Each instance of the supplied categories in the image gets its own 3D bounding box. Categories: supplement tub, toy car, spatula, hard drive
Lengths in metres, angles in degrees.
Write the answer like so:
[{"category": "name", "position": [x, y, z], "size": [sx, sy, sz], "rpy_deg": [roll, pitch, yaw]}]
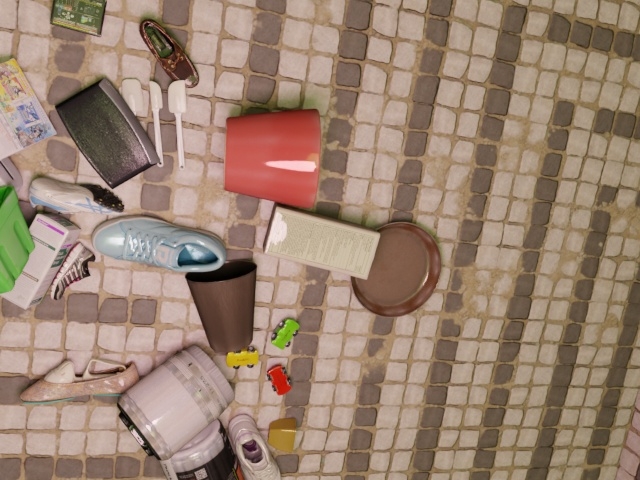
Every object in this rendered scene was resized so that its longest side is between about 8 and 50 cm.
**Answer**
[{"category": "supplement tub", "position": [-0.339, 0.715, 1.870], "size": [0.207, 0.207, 0.338], "rpy_deg": [-20, 108, -11]}, {"category": "toy car", "position": [-0.145, 0.332, 1.915], "size": [0.239, 0.053, 0.225], "rpy_deg": [34, 92, -22]}, {"category": "spatula", "position": [-0.440, -0.306, 1.674], "size": [0.168, 0.019, 0.242], "rpy_deg": [-2, 109, -8]}, {"category": "hard drive", "position": [-0.554, -0.273, 1.630], "size": [0.172, 0.054, 0.255], "rpy_deg": [-30, 109, 1]}]

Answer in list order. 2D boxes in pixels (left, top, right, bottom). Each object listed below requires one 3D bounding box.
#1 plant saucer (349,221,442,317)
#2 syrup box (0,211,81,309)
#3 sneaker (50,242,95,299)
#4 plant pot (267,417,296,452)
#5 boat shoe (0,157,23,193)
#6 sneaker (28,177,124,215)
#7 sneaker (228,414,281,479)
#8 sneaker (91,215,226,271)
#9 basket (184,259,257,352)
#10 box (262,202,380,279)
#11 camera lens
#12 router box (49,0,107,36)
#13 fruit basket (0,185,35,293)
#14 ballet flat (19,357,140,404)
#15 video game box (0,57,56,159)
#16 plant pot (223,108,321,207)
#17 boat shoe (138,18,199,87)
[{"category": "plant saucer", "position": [0.232, 0.089, 1.970], "size": [0.310, 0.050, 0.311], "rpy_deg": [-4, 105, -17]}, {"category": "syrup box", "position": [-0.733, 0.050, 1.633], "size": [0.096, 0.093, 0.237], "rpy_deg": [31, 94, -3]}, {"category": "sneaker", "position": [-0.665, 0.094, 1.691], "size": [0.074, 0.063, 0.170], "rpy_deg": [29, 89, -15]}, {"category": "plant pot", "position": [-0.124, 0.614, 1.981], "size": [0.083, 0.081, 0.082], "rpy_deg": [6, 102, -6]}, {"category": "boat shoe", "position": [-0.871, -0.238, 1.515], "size": [0.119, 0.121, 0.335], "rpy_deg": [-25, 106, 11]}, {"category": "sneaker", "position": [-0.640, -0.103, 1.649], "size": [0.237, 0.085, 0.086], "rpy_deg": [13, 126, -23]}, {"category": "sneaker", "position": [-0.200, 0.694, 1.937], "size": [0.114, 0.152, 0.305], "rpy_deg": [-27, 111, -11]}, {"category": "sneaker", "position": [-0.430, 0.014, 1.696], "size": [0.365, 0.150, 0.135], "rpy_deg": [3, 102, -18]}, {"category": "basket", "position": [-0.268, 0.191, 1.795], "size": [0.204, 0.154, 0.227], "rpy_deg": [-10, 110, -12]}, {"category": "box", "position": [0.000, 0.000, 1.812], "size": [0.311, 0.121, 0.148], "rpy_deg": [16, 98, -10]}, {"category": "camera lens", "position": [-0.407, 0.454, 1.750], "size": [0.274, 0.219, 0.219], "rpy_deg": [-37, 112, -24]}, {"category": "router box", "position": [-0.601, -0.568, 1.558], "size": [0.122, 0.038, 0.092], "rpy_deg": [11, 100, -19]}, {"category": "fruit basket", "position": [-0.902, -0.044, 1.444], "size": [0.392, 0.283, 0.392], "rpy_deg": [0, 130, 0]}, {"category": "ballet flat", "position": [-0.668, 0.384, 1.751], "size": [0.316, 0.107, 0.106], "rpy_deg": [0, 99, -27]}, {"category": "video game box", "position": [-0.769, -0.313, 1.510], "size": [0.187, 0.048, 0.205], "rpy_deg": [-44, 118, -46]}, {"category": "plant pot", "position": [-0.135, -0.223, 1.681], "size": [0.243, 0.275, 0.275], "rpy_deg": [2, 103, -8]}, {"category": "boat shoe", "position": [-0.393, -0.481, 1.626], "size": [0.073, 0.073, 0.207], "rpy_deg": [-44, 113, -4]}]
